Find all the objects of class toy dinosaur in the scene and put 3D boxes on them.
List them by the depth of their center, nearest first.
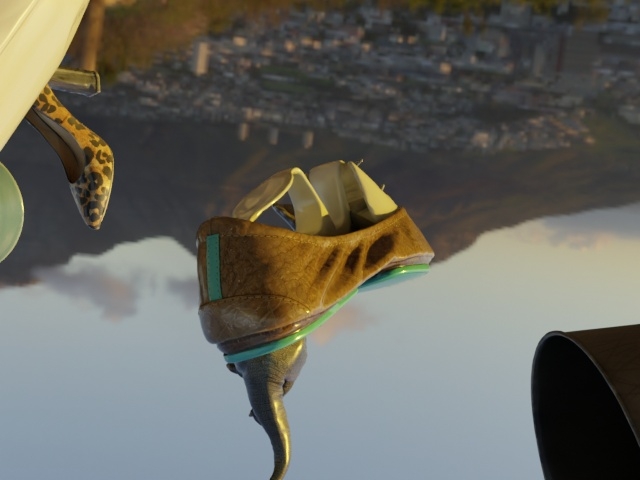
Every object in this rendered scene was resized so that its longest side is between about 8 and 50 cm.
[{"bbox_3d":[-0.046,0.077,0.963,0.121,0.313,0.160,18,148,7],"label":"toy dinosaur"}]

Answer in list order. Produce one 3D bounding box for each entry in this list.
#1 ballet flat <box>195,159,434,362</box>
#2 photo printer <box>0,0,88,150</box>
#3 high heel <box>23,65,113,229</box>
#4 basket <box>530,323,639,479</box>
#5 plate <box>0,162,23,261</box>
[{"bbox_3d":[0.000,0.000,0.839,0.116,0.124,0.342,-17,-179,29],"label":"ballet flat"},{"bbox_3d":[-0.243,-0.077,0.368,0.256,0.307,0.107,31,163,-9],"label":"photo printer"},{"bbox_3d":[-0.405,-0.143,1.517,0.186,0.261,0.093,3,162,-42],"label":"high heel"},{"bbox_3d":[0.266,0.124,0.614,0.227,0.204,0.154,-14,-178,-12],"label":"basket"},{"bbox_3d":[-0.496,-0.039,1.389,0.188,0.188,0.024,7,-165,-4],"label":"plate"}]
